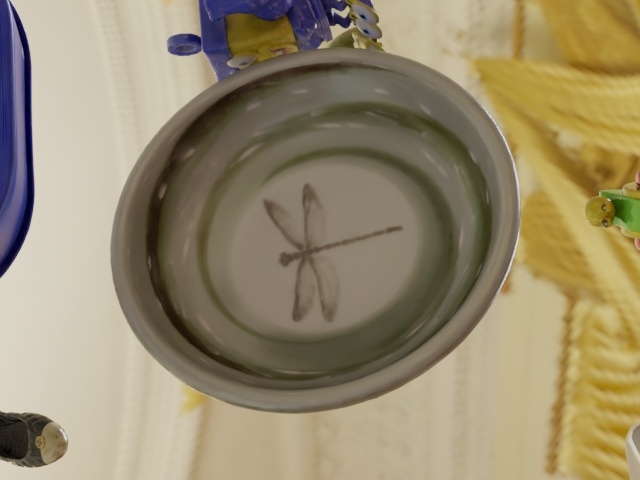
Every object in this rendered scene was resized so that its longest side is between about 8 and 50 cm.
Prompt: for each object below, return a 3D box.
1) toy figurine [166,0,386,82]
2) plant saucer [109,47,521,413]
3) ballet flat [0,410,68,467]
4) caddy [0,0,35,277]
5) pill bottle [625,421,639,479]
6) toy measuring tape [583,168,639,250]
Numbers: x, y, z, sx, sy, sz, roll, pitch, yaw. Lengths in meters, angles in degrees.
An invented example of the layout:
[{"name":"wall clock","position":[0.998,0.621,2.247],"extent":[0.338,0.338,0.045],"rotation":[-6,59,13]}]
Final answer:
[{"name":"toy figurine","position":[-0.055,-0.236,1.956],"extent":[0.217,0.191,0.362],"rotation":[-15,-14,1]},{"name":"plant saucer","position":[0.000,0.000,1.821],"extent":[0.400,0.400,0.100],"rotation":[-47,-30,-14]},{"name":"ballet flat","position":[-0.331,0.201,1.926],"extent":[0.049,0.173,0.058],"rotation":[11,-95,-59]},{"name":"caddy","position":[-0.360,-0.100,1.561],"extent":[0.179,0.241,0.341],"rotation":[129,139,-77]},{"name":"pill bottle","position":[0.417,0.178,1.230],"extent":[0.392,0.224,0.224],"rotation":[-15,-37,3]},{"name":"toy measuring tape","position":[0.508,-0.043,2.459],"extent":[0.330,0.121,0.121],"rotation":[-3,-50,-10]}]
